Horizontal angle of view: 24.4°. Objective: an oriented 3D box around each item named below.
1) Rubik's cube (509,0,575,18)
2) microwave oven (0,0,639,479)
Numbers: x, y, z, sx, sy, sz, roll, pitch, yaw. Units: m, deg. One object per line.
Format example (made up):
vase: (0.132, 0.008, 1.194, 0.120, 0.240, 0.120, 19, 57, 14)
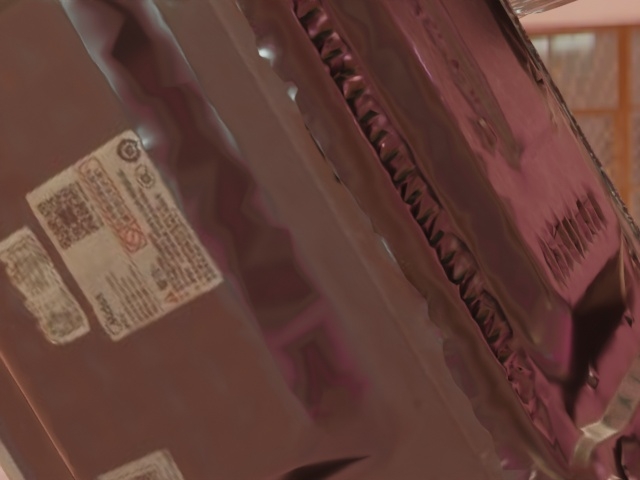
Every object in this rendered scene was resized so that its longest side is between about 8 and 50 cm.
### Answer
Rubik's cube: (0.116, -0.315, 0.881, 0.344, 0.344, 0.337, -20, 1, 24)
microwave oven: (0.000, 0.000, 0.515, 0.181, 0.295, 0.237, -28, 4, 27)
